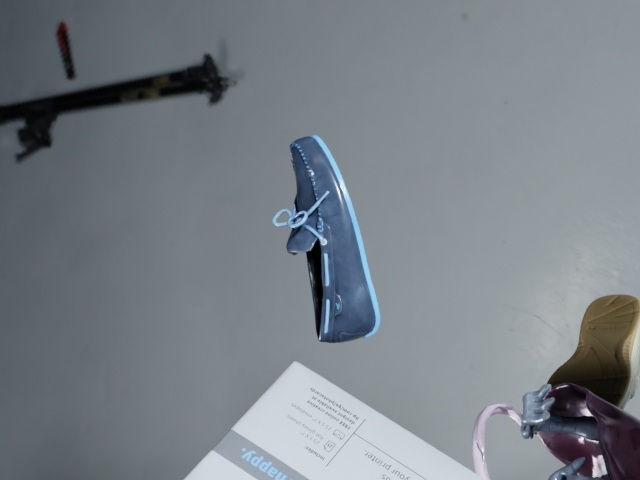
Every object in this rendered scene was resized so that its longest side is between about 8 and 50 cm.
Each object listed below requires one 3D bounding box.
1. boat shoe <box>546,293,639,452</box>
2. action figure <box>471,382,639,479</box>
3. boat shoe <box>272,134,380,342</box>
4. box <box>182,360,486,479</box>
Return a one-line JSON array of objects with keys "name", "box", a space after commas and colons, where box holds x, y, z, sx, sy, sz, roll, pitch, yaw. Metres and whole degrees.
[{"name": "boat shoe", "box": [0.383, 0.200, 1.314, 0.109, 0.098, 0.302, -1, 34, 33]}, {"name": "action figure", "box": [0.388, 0.306, 1.073, 0.276, 0.370, 0.248, -33, 41, 52]}, {"name": "boat shoe", "box": [0.000, 0.000, 1.169, 0.089, 0.109, 0.258, -16, 84, -11]}, {"name": "box", "box": [-0.007, 0.146, 0.345, 0.145, 0.186, 0.038, 30, 141, 20]}]
